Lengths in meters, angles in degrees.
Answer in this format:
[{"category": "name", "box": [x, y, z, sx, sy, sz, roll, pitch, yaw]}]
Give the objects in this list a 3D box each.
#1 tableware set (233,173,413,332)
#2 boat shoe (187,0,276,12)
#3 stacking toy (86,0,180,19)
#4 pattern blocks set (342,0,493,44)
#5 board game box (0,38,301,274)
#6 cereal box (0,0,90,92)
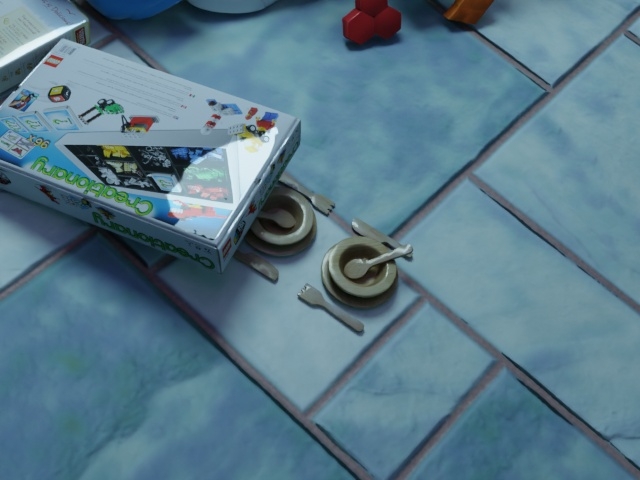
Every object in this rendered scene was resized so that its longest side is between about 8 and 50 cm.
[{"category": "tableware set", "box": [0.000, 0.000, 0.944, 0.194, 0.039, 0.128, 31, 58, 9]}, {"category": "boat shoe", "box": [-0.042, -0.385, 1.136, 0.301, 0.102, 0.108, -19, 64, -21]}, {"category": "stacking toy", "box": [-0.242, -0.439, 1.098, 0.175, 0.166, 0.301, -25, 50, 16]}, {"category": "pattern blocks set", "box": [0.161, -0.410, 1.107, 0.325, 0.285, 0.026, -19, 33, -15]}, {"category": "board game box", "box": [-0.198, -0.100, 0.935, 0.305, 0.053, 0.193, 21, 57, 13]}, {"category": "cereal box", "box": [-0.416, -0.239, 1.008, 0.173, 0.047, 0.240, 42, 60, 16]}]
